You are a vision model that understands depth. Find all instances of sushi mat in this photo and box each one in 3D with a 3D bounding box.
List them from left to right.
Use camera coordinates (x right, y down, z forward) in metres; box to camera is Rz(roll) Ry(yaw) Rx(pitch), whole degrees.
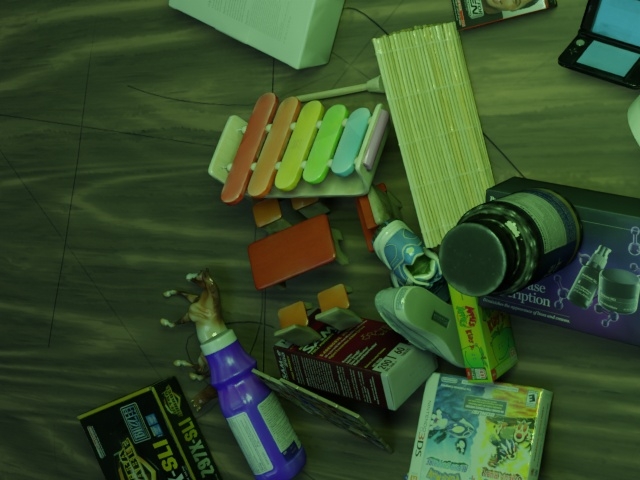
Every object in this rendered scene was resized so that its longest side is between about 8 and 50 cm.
[{"bbox_3d":[0.175,-0.157,1.574,0.019,0.151,0.317,-1,106,63],"label":"sushi mat"}]

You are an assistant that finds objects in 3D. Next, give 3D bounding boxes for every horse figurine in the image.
[{"bbox_3d":[-0.219,0.182,2.020,0.174,0.066,0.263,-12,95,42],"label":"horse figurine"}]

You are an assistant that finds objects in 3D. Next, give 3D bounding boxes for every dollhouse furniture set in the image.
[{"bbox_3d":[0.000,0.000,1.704,0.259,0.135,0.262,-23,67,21],"label":"dollhouse furniture set"}]

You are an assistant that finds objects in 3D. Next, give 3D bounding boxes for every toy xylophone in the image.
[{"bbox_3d":[-0.019,-0.160,1.673,0.322,0.081,0.236,-8,57,34],"label":"toy xylophone"}]

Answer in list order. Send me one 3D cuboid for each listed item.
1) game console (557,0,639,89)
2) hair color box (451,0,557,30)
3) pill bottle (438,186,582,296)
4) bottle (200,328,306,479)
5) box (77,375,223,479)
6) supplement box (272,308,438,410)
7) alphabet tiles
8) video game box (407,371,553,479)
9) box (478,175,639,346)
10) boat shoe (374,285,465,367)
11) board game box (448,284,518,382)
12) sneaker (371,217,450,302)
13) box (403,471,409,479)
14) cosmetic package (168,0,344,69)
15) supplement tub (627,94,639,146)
[{"bbox_3d":[0.391,-0.270,1.428,0.122,0.107,0.071,25,146,29],"label":"game console"},{"bbox_3d":[0.254,-0.345,1.518,0.141,0.043,0.072,-8,98,37],"label":"hair color box"},{"bbox_3d":[0.244,0.004,1.398,0.122,0.219,0.123,9,105,34],"label":"pill bottle"},{"bbox_3d":[-0.125,0.298,1.939,0.092,0.118,0.283,-25,95,15],"label":"bottle"},{"bbox_3d":[-0.330,0.459,2.183,0.257,0.079,0.322,-25,89,37],"label":"box"},{"bbox_3d":[0.055,0.189,1.759,0.239,0.130,0.073,8,123,39],"label":"supplement box"},{"bbox_3d":[-0.003,0.284,1.839,0.237,0.198,0.009,21,73,30],"label":"alphabet tiles"},{"bbox_3d":[0.245,0.310,1.679,0.205,0.048,0.187,3,78,35],"label":"video game box"},{"bbox_3d":[0.364,0.025,1.522,0.261,0.103,0.184,13,109,33],"label":"box"},{"bbox_3d":[0.166,0.127,1.651,0.081,0.227,0.079,6,67,45],"label":"boat shoe"},{"bbox_3d":[0.245,0.115,1.639,0.043,0.092,0.181,-6,101,38],"label":"board game box"},{"bbox_3d":[0.148,0.052,1.635,0.080,0.211,0.081,-46,48,-2],"label":"sneaker"},{"bbox_3d":[0.228,0.377,1.768,0.105,0.043,0.179,50,125,14],"label":"box"},{"bbox_3d":[-0.075,-0.496,1.679,0.284,0.097,0.377,29,120,24],"label":"cosmetic package"},{"bbox_3d":[0.540,-0.201,1.230,0.241,0.241,0.331,49,126,13],"label":"supplement tub"}]
